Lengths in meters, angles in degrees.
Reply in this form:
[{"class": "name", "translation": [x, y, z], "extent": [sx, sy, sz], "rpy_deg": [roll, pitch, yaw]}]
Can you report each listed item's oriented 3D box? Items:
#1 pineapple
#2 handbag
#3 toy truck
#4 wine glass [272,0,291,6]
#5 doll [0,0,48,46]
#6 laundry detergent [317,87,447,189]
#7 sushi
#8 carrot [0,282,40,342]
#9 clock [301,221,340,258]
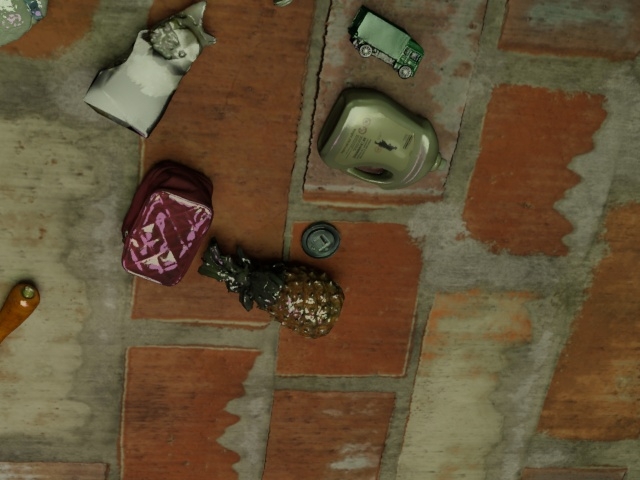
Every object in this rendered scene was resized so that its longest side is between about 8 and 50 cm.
[{"class": "pineapple", "translation": [-0.102, 0.091, 1.959], "extent": [0.310, 0.170, 0.141], "rpy_deg": [27, 84, -18]}, {"class": "handbag", "translation": [-0.300, -0.034, 1.865], "extent": [0.146, 0.135, 0.225], "rpy_deg": [19, 119, -20]}, {"class": "toy truck", "translation": [0.123, -0.366, 1.783], "extent": [0.147, 0.065, 0.079], "rpy_deg": [27, 109, -21]}, {"class": "wine glass", "translation": [-0.094, -0.492, 1.672], "extent": [0.072, 0.072, 0.155], "rpy_deg": [-32, 120, 9]}, {"class": "doll", "translation": [-0.553, -0.390, 1.649], "extent": [0.214, 0.071, 0.103], "rpy_deg": [-31, 119, 14]}, {"class": "laundry detergent", "translation": [0.133, -0.186, 1.872], "extent": [0.253, 0.091, 0.181], "rpy_deg": [20, 116, -20]}, {"class": "sushi", "translation": [-0.300, -0.329, 1.723], "extent": [0.134, 0.109, 0.273], "rpy_deg": [35, 94, -21]}, {"class": "carrot", "translation": [-0.650, 0.174, 1.974], "extent": [0.061, 0.061, 0.256], "rpy_deg": [28, 120, -23]}, {"class": "clock", "translation": [0.000, 0.000, 1.999], "extent": [0.085, 0.017, 0.085], "rpy_deg": [-4, 120, -7]}]
